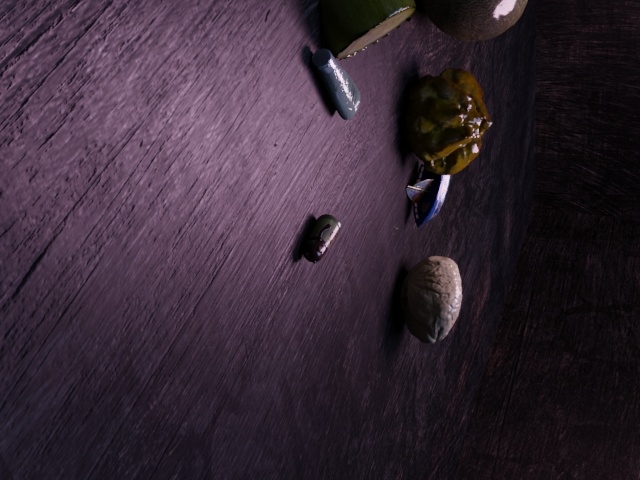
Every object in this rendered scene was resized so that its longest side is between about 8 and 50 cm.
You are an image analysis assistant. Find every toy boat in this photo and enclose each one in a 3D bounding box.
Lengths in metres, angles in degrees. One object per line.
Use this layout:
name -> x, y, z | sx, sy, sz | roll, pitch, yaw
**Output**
toy boat -> 0.247, -0.118, 2.475 | 0.110, 0.091, 0.175 | 14, 87, -37

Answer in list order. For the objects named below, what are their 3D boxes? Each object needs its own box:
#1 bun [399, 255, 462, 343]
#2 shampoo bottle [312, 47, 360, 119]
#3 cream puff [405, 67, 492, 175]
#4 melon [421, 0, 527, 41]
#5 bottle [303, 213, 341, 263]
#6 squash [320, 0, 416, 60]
bun -> 0.262, 0.147, 2.510 | 0.220, 0.134, 0.220 | -171, -90, -81
shampoo bottle -> 0.028, -0.283, 1.816 | 0.190, 0.041, 0.069 | 47, 59, -65
cream puff -> 0.292, -0.278, 2.374 | 0.244, 0.196, 0.244 | 34, 41, -36
melon -> 0.350, -0.573, 2.307 | 0.329, 0.249, 0.248 | 9, 90, -78
bottle -> 0.001, 0.001, 1.842 | 0.101, 0.047, 0.063 | -62, 143, -42
squash -> 0.040, -0.474, 1.804 | 0.260, 0.189, 0.189 | 59, 25, -2
